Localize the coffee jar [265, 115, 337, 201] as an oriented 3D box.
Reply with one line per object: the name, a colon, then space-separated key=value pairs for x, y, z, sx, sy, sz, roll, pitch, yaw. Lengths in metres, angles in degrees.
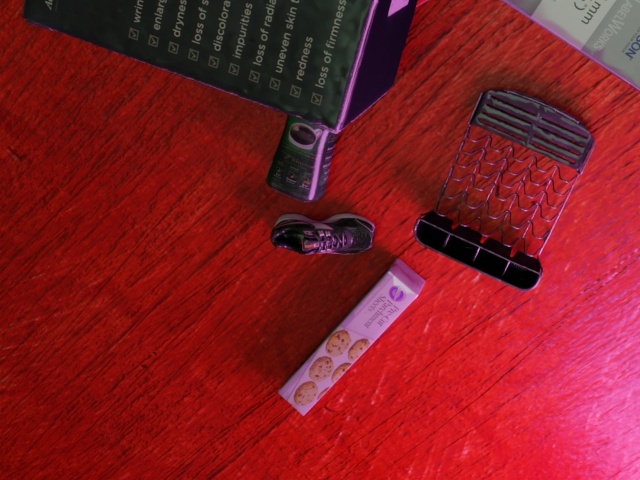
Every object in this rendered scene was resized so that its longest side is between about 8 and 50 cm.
coffee jar: x=-0.018 y=-0.160 z=1.683 sx=0.096 sy=0.079 sz=0.184 roll=25 pitch=116 yaw=13

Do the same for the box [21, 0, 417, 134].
box: x=-0.091 y=-0.461 z=1.404 sx=0.472 sy=0.297 sz=0.479 roll=21 pitch=115 yaw=10

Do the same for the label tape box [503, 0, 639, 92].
label tape box: x=0.386 y=-0.305 z=1.392 sx=0.348 sy=0.249 sz=0.115 roll=34 pitch=117 yaw=5

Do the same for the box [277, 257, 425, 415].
box: x=0.048 y=0.165 z=1.788 sx=0.067 sy=0.063 sz=0.324 roll=41 pitch=117 yaw=0

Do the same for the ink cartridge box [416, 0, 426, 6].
ink cartridge box: x=0.025 y=-0.429 z=1.578 sx=0.296 sy=0.066 sz=0.261 roll=-27 pitch=98 yaw=26

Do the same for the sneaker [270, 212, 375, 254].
sneaker: x=0.000 y=0.000 z=1.737 sx=0.178 sy=0.077 sz=0.071 roll=-1 pitch=110 yaw=19

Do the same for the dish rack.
dish rack: x=0.282 y=-0.083 z=1.609 sx=0.208 sy=0.074 sz=0.271 roll=25 pitch=115 yaw=9
